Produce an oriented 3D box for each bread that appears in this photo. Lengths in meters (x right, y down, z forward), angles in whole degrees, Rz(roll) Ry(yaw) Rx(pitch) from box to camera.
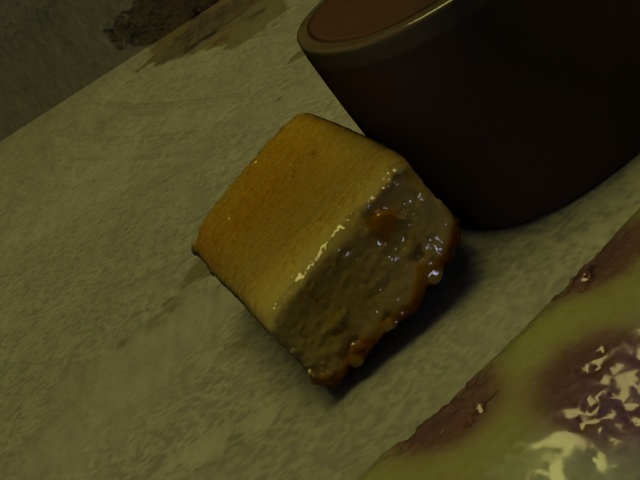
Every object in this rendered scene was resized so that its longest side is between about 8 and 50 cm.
[{"bbox_3d":[0.000,0.000,1.040,0.184,0.114,0.275,-49,22,-2],"label":"bread"},{"bbox_3d":[0.142,0.116,0.527,0.338,0.187,0.155,-42,21,-20],"label":"bread"}]

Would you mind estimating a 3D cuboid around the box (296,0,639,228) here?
[{"bbox_3d":[0.158,-0.166,1.041,0.301,0.216,0.301,-31,23,15],"label":"box"}]
